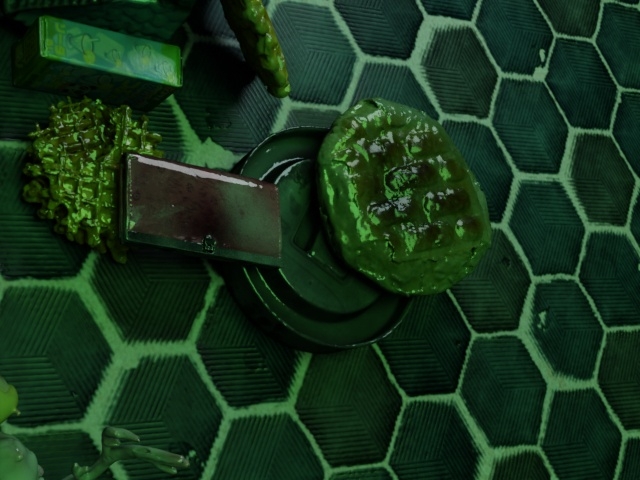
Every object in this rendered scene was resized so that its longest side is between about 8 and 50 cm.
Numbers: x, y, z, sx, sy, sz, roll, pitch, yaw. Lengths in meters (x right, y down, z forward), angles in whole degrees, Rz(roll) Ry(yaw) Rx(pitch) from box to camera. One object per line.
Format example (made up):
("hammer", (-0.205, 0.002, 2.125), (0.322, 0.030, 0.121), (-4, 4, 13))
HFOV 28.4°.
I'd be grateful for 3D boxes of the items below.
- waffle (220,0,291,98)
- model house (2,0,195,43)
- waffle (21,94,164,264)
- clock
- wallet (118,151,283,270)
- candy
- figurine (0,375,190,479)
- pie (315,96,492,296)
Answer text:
("waffle", (-0.112, -0.327, 1.692), (0.051, 0.291, 0.291), (-26, 90, -2))
("model house", (-0.285, -0.397, 1.579), (0.241, 0.226, 0.261), (6, 68, -23))
("waffle", (-0.273, -0.084, 1.567), (0.197, 0.070, 0.193), (40, 55, -19))
("clock", (0.000, 0.000, 1.740), (0.319, 0.066, 0.318), (13, 66, -32))
("wallet", (-0.147, -0.036, 1.585), (0.232, 0.025, 0.119), (10, 66, -37))
("candy", (-0.280, -0.221, 1.594), (0.194, 0.097, 0.062), (8, 68, -33))
("figurine", (-0.336, 0.217, 1.299), (0.315, 0.284, 0.206), (54, 52, -23))
("pie", (0.115, -0.060, 1.761), (0.306, 0.071, 0.306), (12, 67, -31))
